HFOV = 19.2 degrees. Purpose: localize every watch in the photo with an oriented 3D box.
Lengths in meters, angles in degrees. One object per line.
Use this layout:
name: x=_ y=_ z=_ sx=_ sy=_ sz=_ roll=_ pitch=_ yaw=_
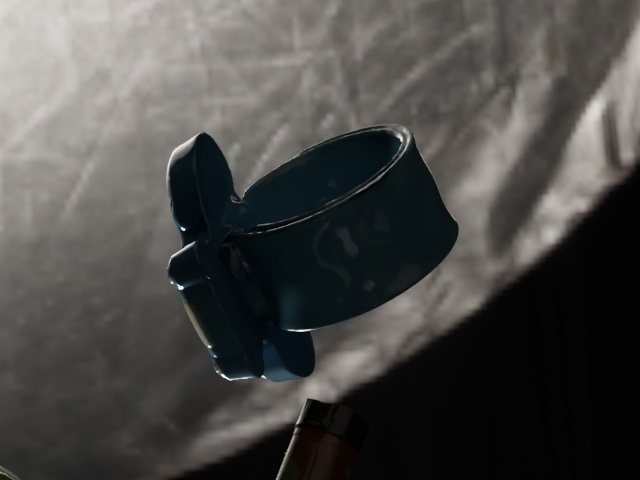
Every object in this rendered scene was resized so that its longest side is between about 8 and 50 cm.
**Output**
watch: x=0.000 y=0.000 z=1.427 sx=0.193 sy=0.211 sz=0.211 roll=-22 pitch=163 yaw=14

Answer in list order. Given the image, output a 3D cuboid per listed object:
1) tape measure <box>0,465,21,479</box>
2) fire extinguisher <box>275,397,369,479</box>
tape measure: x=-0.258 y=0.217 z=1.281 sx=0.087 sy=0.154 sz=0.177 roll=34 pitch=-172 yaw=-20
fire extinguisher: x=-0.017 y=0.197 z=1.280 sx=0.050 sy=0.177 sz=0.062 roll=12 pitch=160 yaw=28
